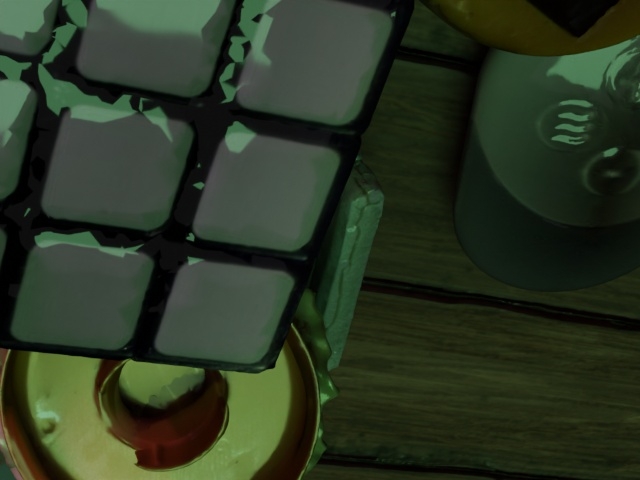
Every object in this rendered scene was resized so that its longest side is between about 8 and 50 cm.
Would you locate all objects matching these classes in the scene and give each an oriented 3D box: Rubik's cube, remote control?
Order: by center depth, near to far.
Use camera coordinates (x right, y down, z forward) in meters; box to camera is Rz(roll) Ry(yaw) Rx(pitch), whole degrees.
[{"bbox_3d":[-0.163,-0.167,0.769,0.337,0.344,0.343,9,120,-21],"label":"Rubik's cube"},{"bbox_3d":[0.227,-0.082,1.136,0.221,0.103,0.332,-2,135,-9],"label":"remote control"}]

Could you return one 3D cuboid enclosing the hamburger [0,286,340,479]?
[{"bbox_3d":[-0.126,0.100,1.090,0.274,0.212,0.274,-2,103,-7],"label":"hamburger"}]

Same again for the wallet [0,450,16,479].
[{"bbox_3d":[-0.281,0.162,1.265,0.250,0.075,0.176,-35,135,18],"label":"wallet"}]

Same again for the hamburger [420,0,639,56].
[{"bbox_3d":[0.160,-0.266,0.894,0.300,0.176,0.300,-8,135,-8],"label":"hamburger"}]

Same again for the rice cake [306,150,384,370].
[{"bbox_3d":[0.000,0.000,1.147,0.038,0.124,0.211,-10,140,-27],"label":"rice cake"}]
